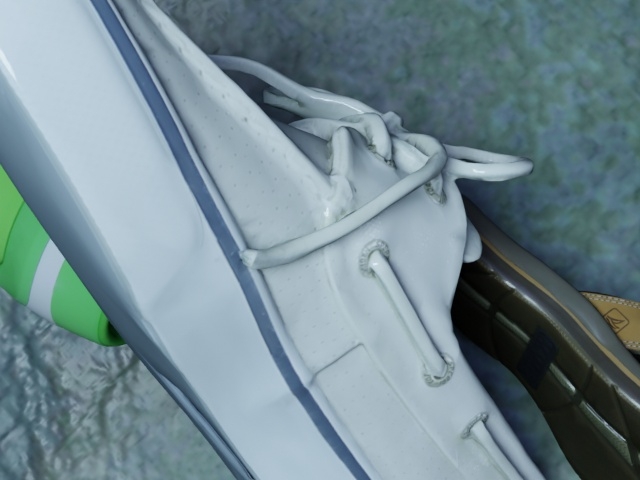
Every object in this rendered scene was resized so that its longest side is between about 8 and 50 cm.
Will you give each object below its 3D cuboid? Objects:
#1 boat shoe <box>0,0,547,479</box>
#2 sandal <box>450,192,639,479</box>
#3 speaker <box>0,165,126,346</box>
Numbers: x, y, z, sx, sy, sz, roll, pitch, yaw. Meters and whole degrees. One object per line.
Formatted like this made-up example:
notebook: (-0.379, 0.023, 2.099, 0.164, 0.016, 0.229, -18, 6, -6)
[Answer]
boat shoe: (0.005, 0.004, 0.446, 0.156, 0.136, 0.367, -40, 122, -14)
sandal: (0.125, 0.054, 0.536, 0.060, 0.090, 0.219, -35, 69, -23)
speaker: (-0.176, -0.081, 0.563, 0.296, 0.131, 0.131, 38, 86, 11)
